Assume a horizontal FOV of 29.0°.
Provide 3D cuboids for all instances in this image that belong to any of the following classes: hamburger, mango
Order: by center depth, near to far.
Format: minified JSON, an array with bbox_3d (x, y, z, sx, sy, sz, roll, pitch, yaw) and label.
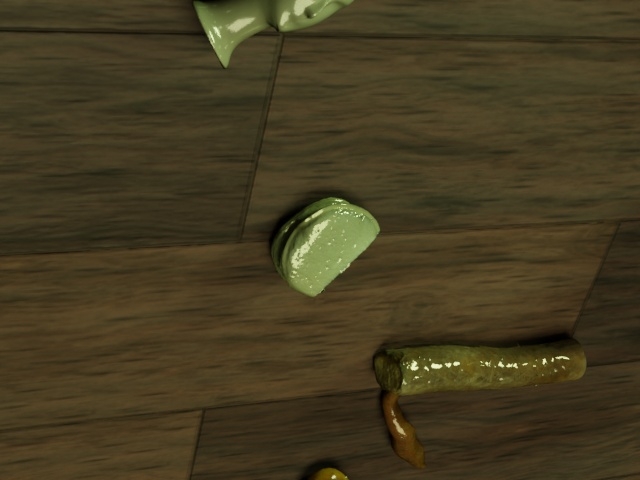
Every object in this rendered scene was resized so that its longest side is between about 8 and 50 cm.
[{"bbox_3d":[-0.002,-0.002,1.334,0.121,0.054,0.084,-37,130,4],"label":"hamburger"},{"bbox_3d":[0.011,0.343,1.627,0.079,0.057,0.114,-10,128,-9],"label":"mango"}]

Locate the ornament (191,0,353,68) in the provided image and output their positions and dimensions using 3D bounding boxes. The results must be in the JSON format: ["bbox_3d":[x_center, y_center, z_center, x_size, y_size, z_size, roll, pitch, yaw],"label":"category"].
[{"bbox_3d":[-0.032,-0.218,1.117,0.156,0.081,0.075,-26,139,2],"label":"ornament"}]

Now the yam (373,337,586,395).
[{"bbox_3d":[0.210,0.159,1.565,0.299,0.066,0.066,-1,128,-27],"label":"yam"}]

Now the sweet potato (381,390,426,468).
[{"bbox_3d":[0.107,0.250,1.605,0.044,0.044,0.179,-27,134,-2],"label":"sweet potato"}]
